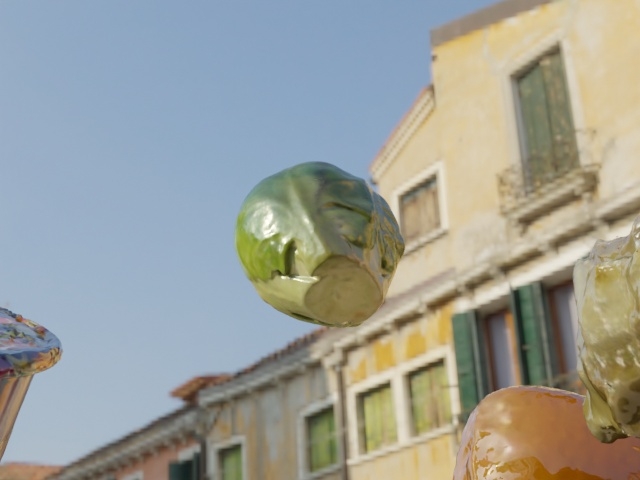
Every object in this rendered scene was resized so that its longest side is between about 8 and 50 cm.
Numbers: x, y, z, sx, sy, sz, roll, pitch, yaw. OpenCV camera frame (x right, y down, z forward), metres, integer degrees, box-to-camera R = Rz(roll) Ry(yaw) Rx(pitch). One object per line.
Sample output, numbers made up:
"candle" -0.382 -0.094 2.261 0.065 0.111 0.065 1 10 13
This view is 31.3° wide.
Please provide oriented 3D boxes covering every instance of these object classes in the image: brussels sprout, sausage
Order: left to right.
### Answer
"brussels sprout" -0.004 0.003 1.124 0.162 0.180 0.143 32 -66 -17
"sausage" 0.159 0.124 0.469 0.238 0.098 0.098 18 -28 -17

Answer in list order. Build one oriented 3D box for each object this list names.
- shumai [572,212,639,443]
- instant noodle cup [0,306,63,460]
"shumai" 0.130 0.007 0.329 0.105 0.123 0.139 20 -24 31
"instant noodle cup" -0.232 0.098 0.383 0.251 0.190 0.251 14 -1 0
